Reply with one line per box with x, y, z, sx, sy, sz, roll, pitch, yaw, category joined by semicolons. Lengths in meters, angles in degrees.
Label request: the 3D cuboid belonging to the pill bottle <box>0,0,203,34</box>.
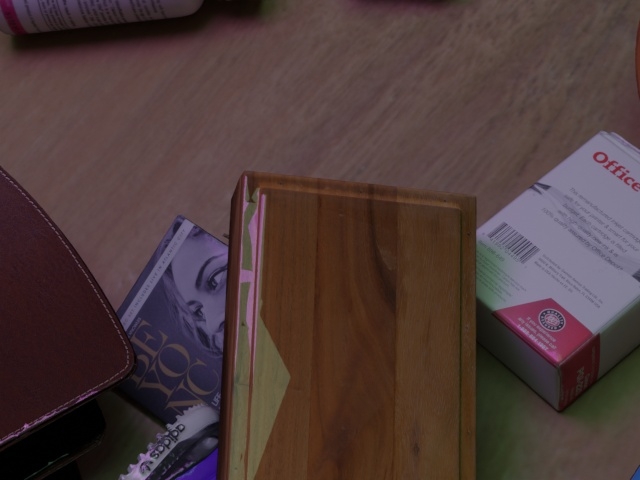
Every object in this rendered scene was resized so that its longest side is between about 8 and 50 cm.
-0.210;-0.310;1.743;0.283;0.160;0.160;-6;54;4;pill bottle

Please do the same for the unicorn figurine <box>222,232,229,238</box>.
0.000;0.000;1.560;0.111;0.060;0.162;28;46;25;unicorn figurine

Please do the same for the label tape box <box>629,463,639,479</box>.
0.406;0.258;1.280;0.334;0.106;0.240;28;63;25;label tape box

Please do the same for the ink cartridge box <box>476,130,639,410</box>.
0.237;0.023;1.483;0.218;0.092;0.158;-38;58;-17;ink cartridge box

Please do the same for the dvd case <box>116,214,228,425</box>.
-0.090;0.098;1.477;0.221;0.018;0.164;33;90;27;dvd case

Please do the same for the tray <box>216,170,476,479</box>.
0.022;0.153;1.335;0.203;0.076;0.411;6;68;-10;tray

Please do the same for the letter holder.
-0.302;0.095;1.470;0.214;0.152;0.302;-30;56;-16;letter holder

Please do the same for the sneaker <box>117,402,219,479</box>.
-0.131;0.277;1.344;0.146;0.102;0.293;33;67;18;sneaker

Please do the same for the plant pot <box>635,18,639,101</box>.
0.458;-0.155;1.488;0.203;0.291;0.291;-22;52;-29;plant pot
